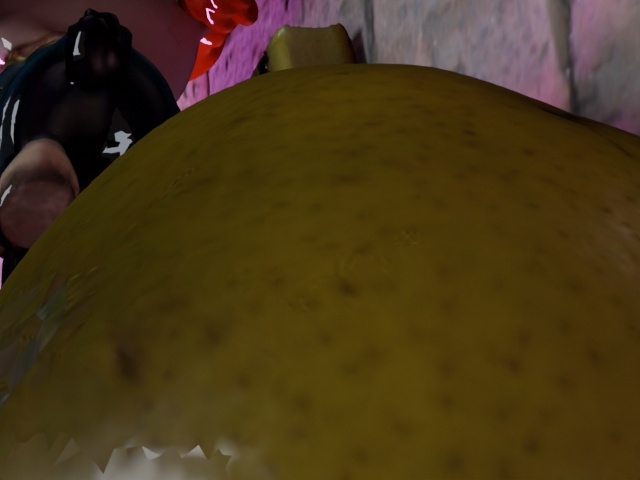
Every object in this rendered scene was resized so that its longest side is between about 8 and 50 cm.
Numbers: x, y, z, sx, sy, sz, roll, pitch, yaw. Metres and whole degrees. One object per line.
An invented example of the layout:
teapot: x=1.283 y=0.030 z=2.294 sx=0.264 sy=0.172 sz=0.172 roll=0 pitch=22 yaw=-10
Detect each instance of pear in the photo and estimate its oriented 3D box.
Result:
pear: x=-0.020 y=0.069 z=0.566 sx=0.340 sy=0.191 sz=0.386 roll=-42 pitch=31 yaw=22

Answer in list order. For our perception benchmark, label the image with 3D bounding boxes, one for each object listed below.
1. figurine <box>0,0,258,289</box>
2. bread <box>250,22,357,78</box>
figurine: x=-0.146 y=-0.086 z=1.001 sx=0.306 sy=0.241 sz=0.412 roll=79 pitch=-179 yaw=-64
bread: x=0.000 y=0.000 z=0.889 sx=0.088 sy=0.049 sz=0.226 roll=128 pitch=138 yaw=-57
